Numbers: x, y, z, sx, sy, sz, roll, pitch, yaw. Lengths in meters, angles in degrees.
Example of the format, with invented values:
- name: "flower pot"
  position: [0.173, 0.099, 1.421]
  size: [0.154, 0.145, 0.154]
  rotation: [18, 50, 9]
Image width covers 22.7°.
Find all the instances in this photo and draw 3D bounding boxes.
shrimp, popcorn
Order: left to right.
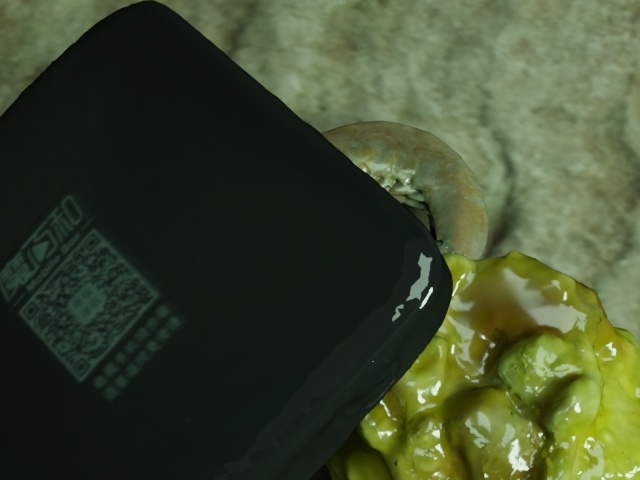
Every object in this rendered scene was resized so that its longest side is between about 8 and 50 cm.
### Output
- name: "shrimp"
  position: [0.000, 0.000, 0.985]
  size: [0.219, 0.046, 0.152]
  rotation: [-16, 56, -15]
- name: "popcorn"
  position: [0.100, 0.108, 0.856]
  size: [0.197, 0.155, 0.198]
  rotation: [4, 67, -9]

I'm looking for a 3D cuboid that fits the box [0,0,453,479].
- name: "box"
  position: [-0.106, 0.043, 0.852]
  size: [0.290, 0.073, 0.289]
  rotation: [-48, 57, 1]
